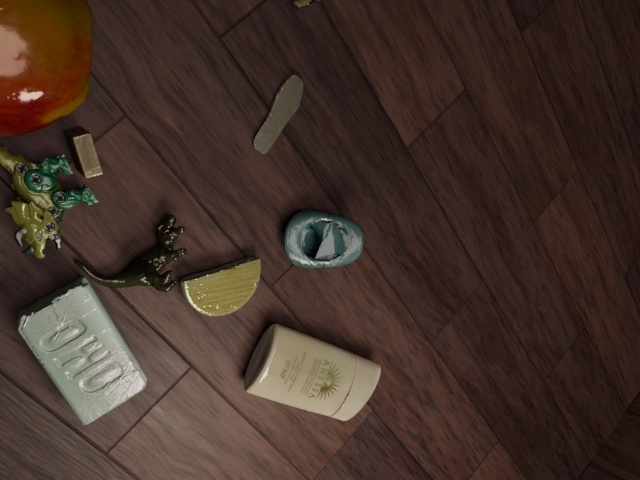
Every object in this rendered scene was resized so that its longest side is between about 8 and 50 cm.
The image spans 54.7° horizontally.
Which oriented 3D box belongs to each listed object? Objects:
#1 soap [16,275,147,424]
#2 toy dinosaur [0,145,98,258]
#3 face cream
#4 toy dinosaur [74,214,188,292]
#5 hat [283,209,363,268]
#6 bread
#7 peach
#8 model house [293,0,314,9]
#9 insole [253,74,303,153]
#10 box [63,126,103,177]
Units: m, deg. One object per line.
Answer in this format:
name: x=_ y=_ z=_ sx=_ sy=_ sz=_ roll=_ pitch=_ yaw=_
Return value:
soap: x=-0.458 y=0.209 z=1.193 sx=0.150 sy=0.094 sz=0.261 roll=-33 pitch=116 yaw=-23
toy dinosaur: x=-0.510 y=-0.107 z=1.103 sx=0.153 sy=0.094 sz=0.259 roll=-31 pitch=106 yaw=-27
face cream: x=-0.011 y=0.331 z=1.508 sx=0.349 sy=0.081 sz=0.173 roll=28 pitch=85 yaw=-33
toy dinosaur: x=-0.369 y=0.026 z=1.258 sx=0.179 sy=0.087 sz=0.187 roll=25 pitch=67 yaw=2
hat: x=0.000 y=0.000 z=1.452 sx=0.191 sy=0.078 sz=0.138 roll=6 pitch=89 yaw=-14
bread: x=-0.214 y=0.109 z=1.362 sx=0.193 sy=0.036 sz=0.112 roll=-18 pitch=114 yaw=-32
peach: x=-0.514 y=-0.311 z=0.932 sx=0.333 sy=0.308 sz=0.307 roll=11 pitch=94 yaw=-29
model house: x=-0.024 y=-0.543 z=1.337 sx=0.058 sy=0.057 sz=0.083 roll=12 pitch=73 yaw=-59
insole: x=-0.091 y=-0.279 z=1.370 sx=0.063 sy=0.010 sz=0.192 roll=33 pitch=83 yaw=-32
box: x=-0.435 y=-0.162 z=1.134 sx=0.035 sy=0.083 sz=0.079 roll=-22 pitch=120 yaw=-25
